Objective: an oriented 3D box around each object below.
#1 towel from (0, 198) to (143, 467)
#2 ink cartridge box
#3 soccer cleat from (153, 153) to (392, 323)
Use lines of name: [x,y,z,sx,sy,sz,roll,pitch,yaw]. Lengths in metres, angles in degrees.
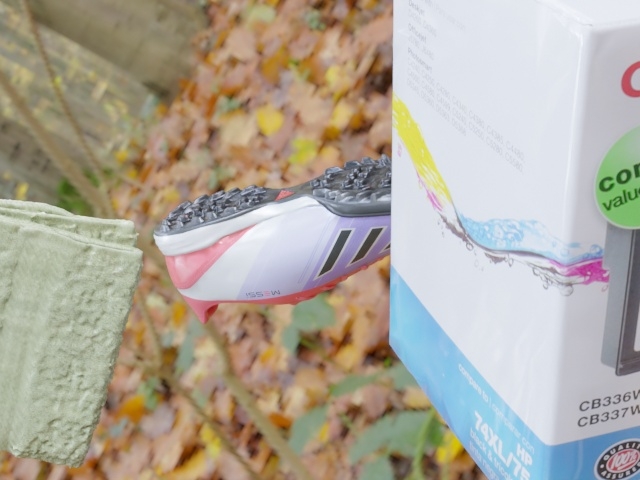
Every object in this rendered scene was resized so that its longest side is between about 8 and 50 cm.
towel: [-0.163,0.051,0.744,0.027,0.110,0.148,-127,51,-74]
ink cartridge box: [0.161,-0.030,0.692,0.197,0.198,0.270,-127,30,-55]
soccer cleat: [0.000,0.000,1.251,0.318,0.116,0.108,-11,20,22]
